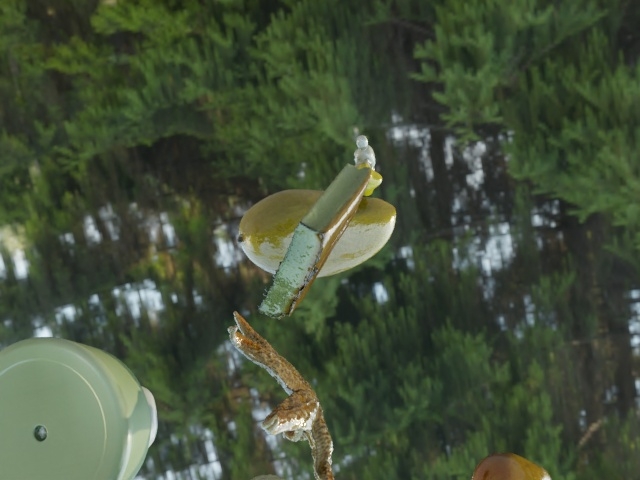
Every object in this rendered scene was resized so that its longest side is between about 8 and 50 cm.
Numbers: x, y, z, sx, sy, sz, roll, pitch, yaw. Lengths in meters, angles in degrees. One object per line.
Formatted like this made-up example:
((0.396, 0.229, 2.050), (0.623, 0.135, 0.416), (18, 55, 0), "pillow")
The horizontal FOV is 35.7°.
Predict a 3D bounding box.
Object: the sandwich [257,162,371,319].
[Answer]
((0.000, 0.000, 1.664), (0.063, 0.245, 0.212), (34, -133, 5), "sandwich")

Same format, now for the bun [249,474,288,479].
((-0.089, 0.553, 1.948), (0.188, 0.164, 0.111), (33, 174, 20), "bun")

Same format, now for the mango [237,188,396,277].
((-0.012, -0.010, 2.088), (0.332, 0.195, 0.142), (5, -152, -17), "mango")

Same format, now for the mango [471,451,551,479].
((0.402, 0.508, 2.077), (0.253, 0.138, 0.113), (4, 136, -48), "mango")

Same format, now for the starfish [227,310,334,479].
((-0.049, 0.283, 1.681), (0.094, 0.327, 0.375), (-29, -123, -3), "starfish")

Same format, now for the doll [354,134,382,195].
((0.093, -0.159, 2.047), (0.071, 0.135, 0.113), (0, -145, 12), "doll")

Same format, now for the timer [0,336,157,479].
((-0.382, 0.304, 1.645), (0.291, 0.290, 0.315), (-7, 173, 15), "timer")
